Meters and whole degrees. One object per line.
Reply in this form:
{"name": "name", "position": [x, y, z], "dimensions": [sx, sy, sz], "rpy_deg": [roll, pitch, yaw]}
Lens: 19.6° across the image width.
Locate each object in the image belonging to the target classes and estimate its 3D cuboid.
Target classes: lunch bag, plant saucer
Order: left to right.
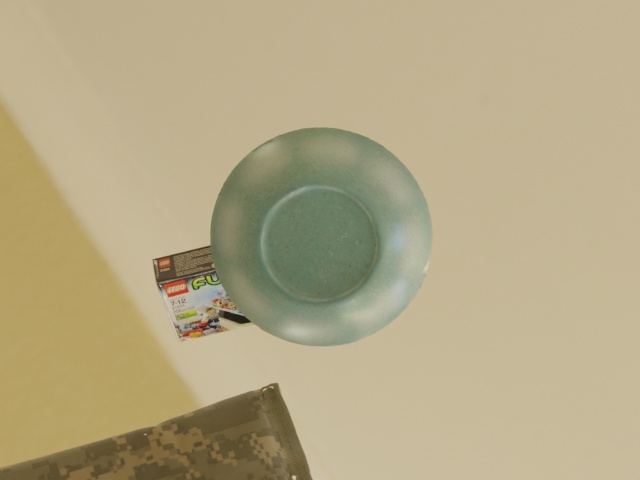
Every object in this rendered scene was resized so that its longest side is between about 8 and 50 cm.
{"name": "lunch bag", "position": [-0.106, 0.265, 1.310], "dimensions": [0.287, 0.235, 0.169], "rpy_deg": [82, -11, -52]}
{"name": "plant saucer", "position": [0.000, 0.000, 1.595], "dimensions": [0.195, 0.195, 0.037], "rpy_deg": [53, 6, -5]}

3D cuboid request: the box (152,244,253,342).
{"name": "box", "position": [-0.069, 0.042, 2.004], "dimensions": [0.114, 0.207, 0.036], "rpy_deg": [75, 2, -51]}
